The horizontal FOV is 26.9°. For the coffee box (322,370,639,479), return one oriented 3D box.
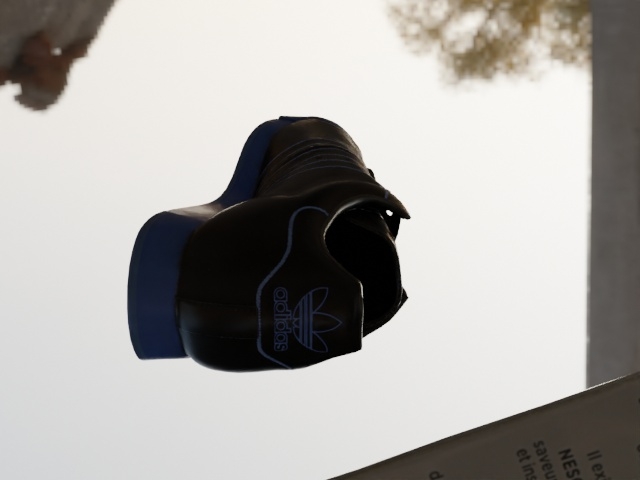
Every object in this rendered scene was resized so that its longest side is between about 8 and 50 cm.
[{"bbox_3d":[0.047,0.274,0.571,0.334,0.338,0.337,-19,167,0],"label":"coffee box"}]

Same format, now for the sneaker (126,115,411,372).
[{"bbox_3d":[0.000,0.000,0.575,0.090,0.081,0.232,5,-160,14],"label":"sneaker"}]
